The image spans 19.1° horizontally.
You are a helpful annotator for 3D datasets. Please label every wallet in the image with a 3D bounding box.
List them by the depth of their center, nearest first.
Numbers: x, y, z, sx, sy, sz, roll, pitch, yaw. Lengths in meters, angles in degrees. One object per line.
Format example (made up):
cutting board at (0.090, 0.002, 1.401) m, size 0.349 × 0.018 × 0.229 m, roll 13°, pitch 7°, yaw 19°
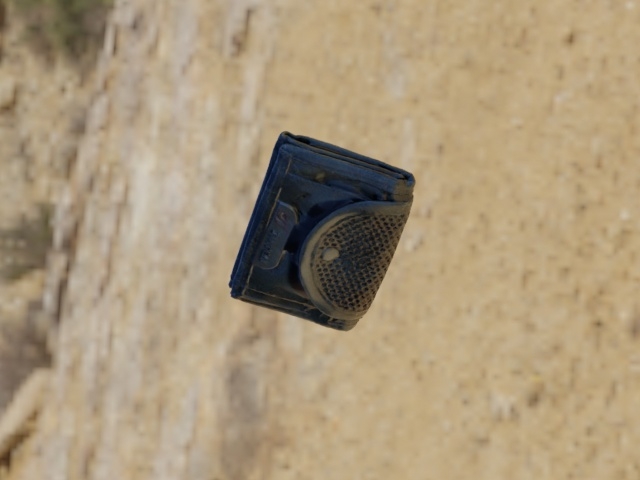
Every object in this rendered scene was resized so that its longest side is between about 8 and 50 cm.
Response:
wallet at (0.000, 0.000, 1.129) m, size 0.026 × 0.088 × 0.129 m, roll -76°, pitch 5°, yaw -50°
